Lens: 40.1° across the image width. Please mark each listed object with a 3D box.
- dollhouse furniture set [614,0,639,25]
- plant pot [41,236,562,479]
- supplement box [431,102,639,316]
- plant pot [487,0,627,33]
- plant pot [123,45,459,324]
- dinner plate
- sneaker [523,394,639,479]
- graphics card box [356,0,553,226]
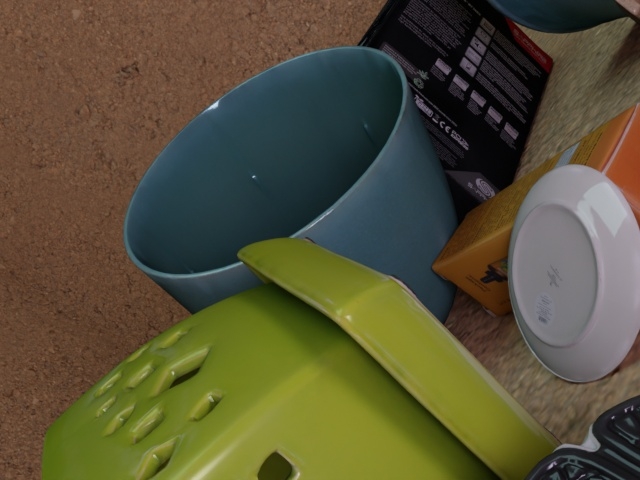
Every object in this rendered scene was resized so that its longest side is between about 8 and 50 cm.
[{"bbox_3d":[0.261,-0.260,0.539,0.262,0.259,0.135,-52,-25,23],"label":"dollhouse furniture set"},{"bbox_3d":[-0.002,0.134,0.497,0.207,0.227,0.228,-48,19,-7],"label":"plant pot"},{"bbox_3d":[0.180,-0.012,0.668,0.080,0.078,0.233,-57,8,-28],"label":"supplement box"},{"bbox_3d":[0.300,-0.337,0.812,0.272,0.271,0.255,-54,23,-4],"label":"plant pot"},{"bbox_3d":[0.000,0.000,0.841,0.293,0.235,0.293,-23,36,18],"label":"plant pot"},{"bbox_3d":[0.157,0.021,0.568,0.141,0.017,0.141,178,90,-70],"label":"dinner plate"},{"bbox_3d":[0.106,0.150,0.329,0.262,0.121,0.099,-29,33,12],"label":"sneaker"},{"bbox_3d":[0.148,-0.183,1.070,0.094,0.232,0.371,-40,15,42],"label":"graphics card box"}]
